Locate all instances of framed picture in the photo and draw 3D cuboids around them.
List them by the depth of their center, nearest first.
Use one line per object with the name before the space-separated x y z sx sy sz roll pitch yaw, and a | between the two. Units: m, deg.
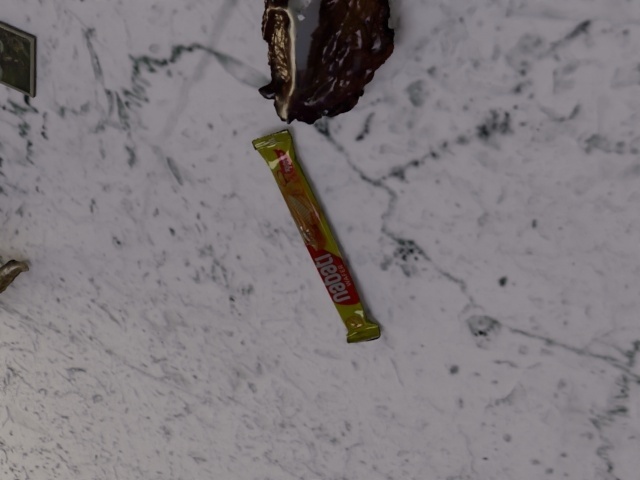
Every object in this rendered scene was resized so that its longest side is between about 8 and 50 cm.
framed picture | -0.377 -0.223 1.353 0.066 0.006 0.089 24 132 11

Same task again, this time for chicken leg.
chicken leg | 0.035 -0.262 1.035 0.158 0.096 0.407 35 131 -4

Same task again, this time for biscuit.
biscuit | 0.000 0.000 1.296 0.048 0.026 0.292 -18 115 16

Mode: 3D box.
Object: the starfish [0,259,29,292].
starfish | -0.613 0.142 1.579 0.432 0.324 0.082 -19 98 34
